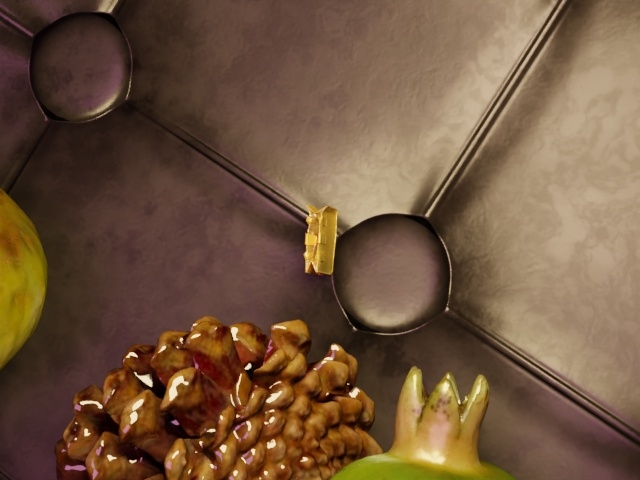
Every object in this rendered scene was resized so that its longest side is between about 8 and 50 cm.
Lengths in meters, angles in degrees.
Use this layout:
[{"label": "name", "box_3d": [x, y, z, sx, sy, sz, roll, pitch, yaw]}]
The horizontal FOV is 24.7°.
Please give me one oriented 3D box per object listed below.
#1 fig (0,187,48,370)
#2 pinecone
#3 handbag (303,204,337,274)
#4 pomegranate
[{"label": "fig", "box_3d": [-0.506, 0.063, 1.783, 0.343, 0.343, 0.343, -1, 85, 16]}, {"label": "pinecone", "box_3d": [-0.138, 0.256, 1.660, 0.384, 0.384, 0.385, -1, 85, 16]}, {"label": "handbag", "box_3d": [0.000, 0.000, 1.760, 0.027, 0.061, 0.083, 3, 85, 15]}, {"label": "pomegranate", "box_3d": [0.140, 0.319, 1.549, 0.216, 0.309, 0.359, 12, 92, 46]}]
